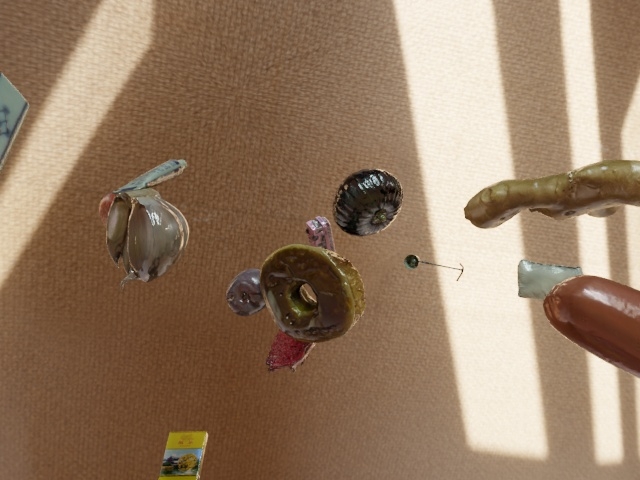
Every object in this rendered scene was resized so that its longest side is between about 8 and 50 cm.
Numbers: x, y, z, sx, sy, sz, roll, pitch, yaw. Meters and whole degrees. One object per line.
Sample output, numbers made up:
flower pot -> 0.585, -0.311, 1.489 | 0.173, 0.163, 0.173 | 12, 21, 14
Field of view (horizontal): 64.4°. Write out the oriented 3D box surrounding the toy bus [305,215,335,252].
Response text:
toy bus -> 0.000, 0.000, 1.877 | 0.090, 0.063, 0.203 | -29, 140, -15

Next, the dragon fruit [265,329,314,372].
dragon fruit -> -0.076, 0.385, 1.876 | 0.126, 0.161, 0.274 | 51, 56, -50

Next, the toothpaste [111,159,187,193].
toothpaste -> -0.316, -0.124, 0.981 | 0.062, 0.216, 0.037 | -11, 108, 17

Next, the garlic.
garlic -> -0.465, -0.008, 1.337 | 0.238, 0.210, 0.291 | -1, 99, 5

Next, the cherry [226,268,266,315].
cherry -> -0.222, 0.165, 1.670 | 0.140, 0.176, 0.176 | 44, 95, 10

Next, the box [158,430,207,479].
box -> -0.299, 0.490, 1.097 | 0.087, 0.155, 0.023 | -5, 133, 6

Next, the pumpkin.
pumpkin -> 0.125, -0.095, 1.328 | 0.202, 0.140, 0.202 | -24, 147, -17

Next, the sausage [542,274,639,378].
sausage -> 0.295, 0.090, 0.446 | 0.194, 0.077, 0.077 | 25, 102, 15

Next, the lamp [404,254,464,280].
lamp -> 0.246, 0.054, 1.100 | 0.121, 0.054, 0.041 | 13, 98, 21

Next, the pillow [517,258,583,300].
pillow -> 0.764, 0.138, 1.691 | 0.229, 0.051, 0.128 | 8, 86, -5

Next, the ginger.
ginger -> 0.512, -0.101, 1.081 | 0.363, 0.348, 0.122 | 4, 79, 5

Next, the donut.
donut -> -0.020, 0.154, 1.504 | 0.330, 0.160, 0.329 | 6, 100, 33

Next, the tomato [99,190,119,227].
tomato -> -0.619, -0.066, 1.613 | 0.189, 0.099, 0.173 | -16, 130, 9

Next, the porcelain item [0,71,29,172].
porcelain item -> -0.611, -0.155, 0.753 | 0.286, 0.281, 0.157 | -15, 140, 15
